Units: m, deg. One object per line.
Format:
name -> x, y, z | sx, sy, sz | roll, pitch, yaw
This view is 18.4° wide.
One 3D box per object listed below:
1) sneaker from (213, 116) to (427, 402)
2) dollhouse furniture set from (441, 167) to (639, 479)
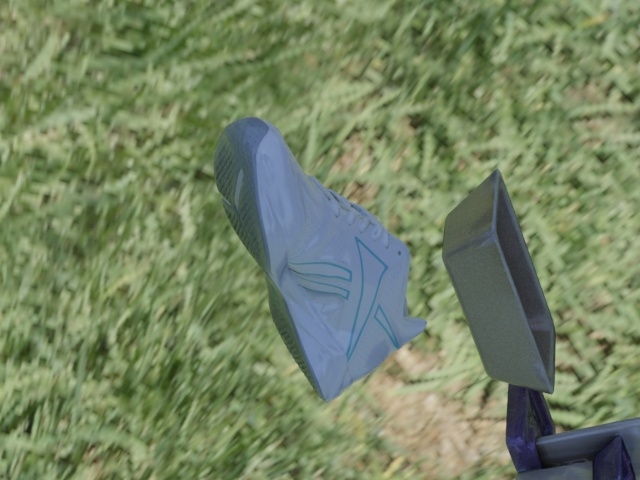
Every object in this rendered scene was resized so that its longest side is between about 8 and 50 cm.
sneaker -> 0.000, 0.000, 0.811 | 0.061, 0.152, 0.054 | -28, 45, -6
dollhouse furniture set -> 0.086, 0.040, 0.569 | 0.081, 0.114, 0.091 | -12, 35, 17
